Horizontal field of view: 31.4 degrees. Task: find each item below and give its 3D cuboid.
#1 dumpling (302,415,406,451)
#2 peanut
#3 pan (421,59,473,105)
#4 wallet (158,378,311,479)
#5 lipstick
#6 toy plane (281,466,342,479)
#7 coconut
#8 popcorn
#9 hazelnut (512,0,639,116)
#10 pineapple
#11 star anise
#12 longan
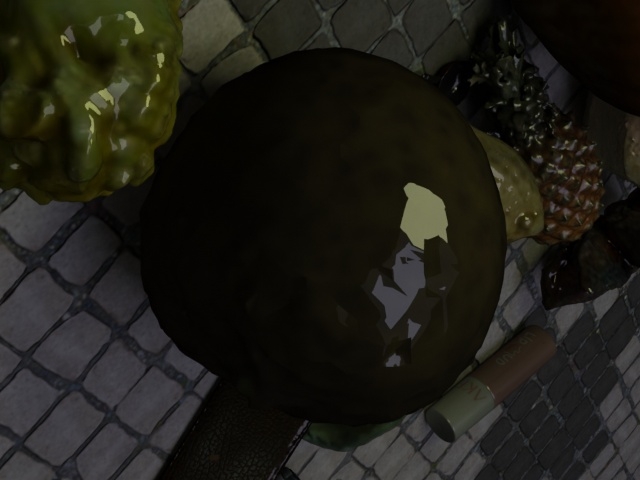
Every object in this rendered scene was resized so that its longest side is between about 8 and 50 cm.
[{"bbox_3d":[0.088,0.124,1.519,0.270,0.212,0.320,-42,147,-84],"label":"dumpling"},{"bbox_3d":[0.159,-0.085,1.444,0.313,0.152,0.152,21,101,-27],"label":"peanut"},{"bbox_3d":[0.157,-0.209,1.481,0.115,0.023,0.068,4,114,-52],"label":"pan"},{"bbox_3d":[-0.119,0.286,1.469,0.243,0.133,0.039,-59,175,3],"label":"wallet"},{"bbox_3d":[0.288,0.238,1.912,0.254,0.070,0.070,-35,138,-26],"label":"lipstick"},{"bbox_3d":[-0.079,0.374,1.612,0.273,0.107,0.182,24,105,-38],"label":"toy plane"},{"bbox_3d":[0.546,-0.213,1.695,0.297,0.297,0.254,-35,146,-26],"label":"coconut"},{"bbox_3d":[-0.215,-0.170,0.960,0.174,0.225,0.285,-7,88,-25],"label":"popcorn"},{"bbox_3d":[0.430,-0.351,1.426,0.359,0.359,0.409,-29,121,-31],"label":"hazelnut"},{"bbox_3d":[0.289,-0.141,1.564,0.175,0.175,0.361,-47,140,-12],"label":"pineapple"},{"bbox_3d":[0.481,-0.002,1.849,0.332,0.117,0.331,-39,173,-6],"label":"star anise"},{"bbox_3d":[0.000,0.000,1.169,0.391,0.391,0.391,-28,134,-32],"label":"longan"}]
